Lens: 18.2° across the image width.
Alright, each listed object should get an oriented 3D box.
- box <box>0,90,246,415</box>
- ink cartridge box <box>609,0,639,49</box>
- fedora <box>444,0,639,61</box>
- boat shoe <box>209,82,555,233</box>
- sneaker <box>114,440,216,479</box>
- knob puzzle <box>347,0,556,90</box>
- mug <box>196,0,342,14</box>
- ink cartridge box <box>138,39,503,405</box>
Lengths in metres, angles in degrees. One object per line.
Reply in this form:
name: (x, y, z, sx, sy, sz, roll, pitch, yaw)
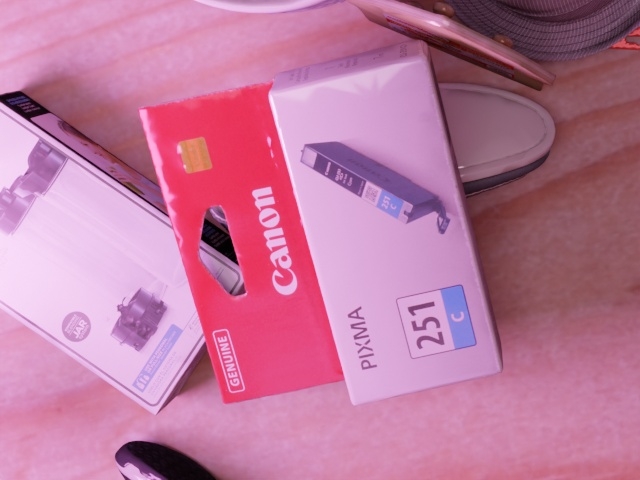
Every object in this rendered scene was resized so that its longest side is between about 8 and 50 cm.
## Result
box: (-0.219, 0.010, 1.852, 0.290, 0.087, 0.169, 36, 102, 3)
ink cartridge box: (0.285, -0.225, 1.762, 0.063, 0.029, 0.115, 3, 98, 10)
fedora: (0.195, -0.287, 1.700, 0.244, 0.124, 0.275, 41, 108, 11)
boat shoe: (0.056, -0.059, 1.809, 0.319, 0.116, 0.099, -11, 140, 4)
sneaker: (-0.112, 0.287, 1.876, 0.235, 0.084, 0.097, 38, 103, 2)
knob puzzle: (0.116, -0.182, 1.715, 0.213, 0.213, 0.030, 24, 92, 5)
mug: (-0.064, -0.352, 1.650, 0.374, 0.328, 0.276, 30, 101, 5)
ink cartridge box: (0.000, 0.000, 1.727, 0.261, 0.066, 0.296, -13, 108, 8)
